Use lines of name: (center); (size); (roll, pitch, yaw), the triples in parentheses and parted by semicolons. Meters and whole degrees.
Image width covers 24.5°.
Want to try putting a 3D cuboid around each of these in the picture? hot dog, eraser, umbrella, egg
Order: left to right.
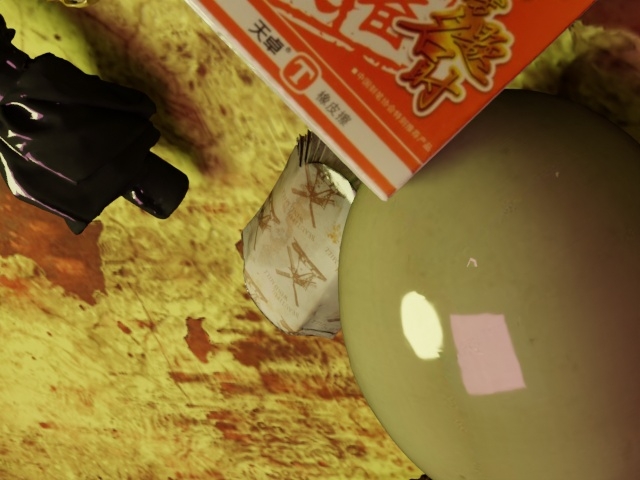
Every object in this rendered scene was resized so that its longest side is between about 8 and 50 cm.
umbrella: (-0.210, -0.096, 1.015); (0.272, 0.122, 0.110); (36, 102, -21)
hot dog: (0.000, 0.000, 1.032); (0.108, 0.059, 0.191); (46, 145, 10)
eraser: (0.059, -0.154, 0.748); (0.230, 0.038, 0.157); (-44, 98, 7)
egg: (0.122, 0.041, 0.859); (0.219, 0.219, 0.269); (0, 116, 36)

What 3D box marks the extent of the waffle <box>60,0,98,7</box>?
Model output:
waffle: (-0.227, -0.282, 0.919); (0.302, 0.068, 0.325); (-2, 132, 39)

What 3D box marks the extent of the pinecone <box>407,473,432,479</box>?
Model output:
pinecone: (0.089, 0.227, 1.177); (0.077, 0.077, 0.083); (2, 105, 35)
